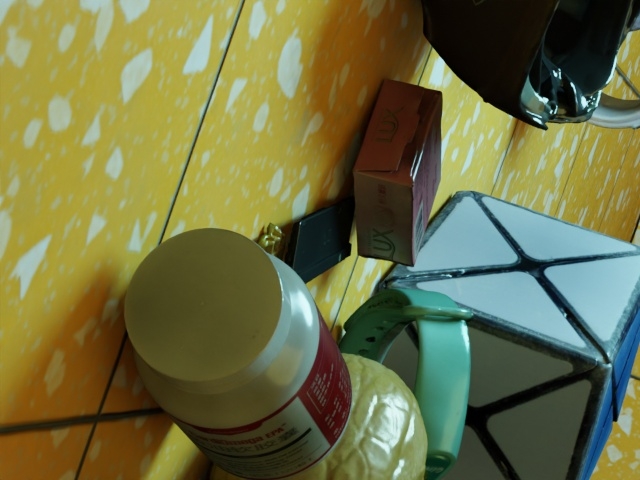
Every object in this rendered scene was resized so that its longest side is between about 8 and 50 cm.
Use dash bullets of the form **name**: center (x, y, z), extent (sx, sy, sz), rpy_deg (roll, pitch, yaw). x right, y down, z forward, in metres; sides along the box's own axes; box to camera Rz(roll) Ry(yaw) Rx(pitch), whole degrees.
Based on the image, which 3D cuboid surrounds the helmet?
- **helmet**: center (0.179, -0.231, 1.506), extent (0.225, 0.177, 0.305), rpy_deg (-63, 158, 6)

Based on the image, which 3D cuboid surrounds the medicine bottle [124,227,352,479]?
- **medicine bottle**: center (-0.055, 0.085, 1.208), extent (0.250, 0.131, 0.131), rpy_deg (65, 47, -68)

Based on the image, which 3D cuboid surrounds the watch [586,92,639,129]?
- **watch**: center (0.348, -0.260, 2.028), extent (0.217, 0.248, 0.211), rpy_deg (-48, 175, 27)

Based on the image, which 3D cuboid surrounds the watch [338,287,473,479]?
- **watch**: center (0.074, 0.142, 1.600), extent (0.237, 0.068, 0.195), rpy_deg (125, -34, -54)

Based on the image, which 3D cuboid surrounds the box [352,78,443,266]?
- **box**: center (0.072, -0.060, 1.548), extent (0.156, 0.060, 0.111), rpy_deg (87, 20, -56)

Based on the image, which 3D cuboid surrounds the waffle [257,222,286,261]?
- **waffle**: center (-0.048, 0.033, 1.371), extent (0.078, 0.016, 0.085), rpy_deg (-57, 159, -33)

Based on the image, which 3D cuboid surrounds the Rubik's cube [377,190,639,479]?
- **Rubik's cube**: center (0.200, 0.126, 1.858), extent (0.260, 0.255, 0.259), rpy_deg (-47, 151, -57)

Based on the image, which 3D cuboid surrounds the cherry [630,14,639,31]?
- **cherry**: center (0.288, -0.297, 1.757), extent (0.195, 0.195, 0.195), rpy_deg (-57, 159, -36)

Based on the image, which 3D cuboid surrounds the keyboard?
- **keyboard**: center (0.000, 0.000, 1.459), extent (0.195, 0.018, 0.060), rpy_deg (-28, 129, -74)

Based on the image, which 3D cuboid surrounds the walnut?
- **walnut**: center (-0.002, 0.202, 1.439), extent (0.193, 0.193, 0.225), rpy_deg (83, 26, -57)
